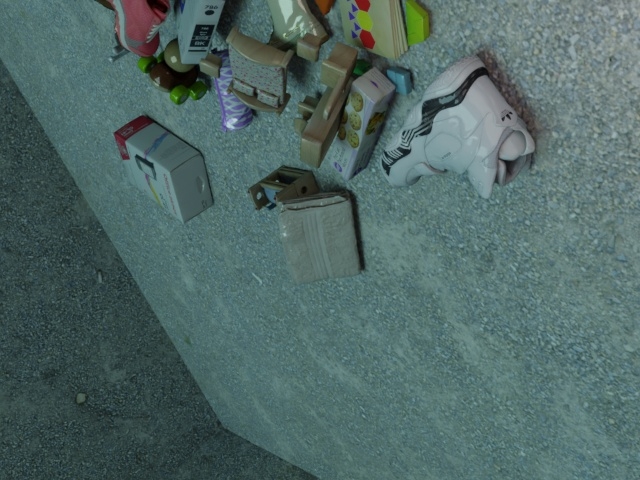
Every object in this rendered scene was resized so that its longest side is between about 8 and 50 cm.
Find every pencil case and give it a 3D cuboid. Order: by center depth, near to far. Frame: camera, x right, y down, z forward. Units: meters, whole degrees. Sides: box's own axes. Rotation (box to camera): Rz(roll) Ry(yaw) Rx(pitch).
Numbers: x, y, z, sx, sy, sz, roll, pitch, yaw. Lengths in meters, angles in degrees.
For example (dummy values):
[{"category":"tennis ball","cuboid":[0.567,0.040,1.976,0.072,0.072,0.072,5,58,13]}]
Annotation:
[{"category":"pencil case","cuboid":[-0.224,-0.372,2.035,0.086,0.088,0.206,30,146,36]}]

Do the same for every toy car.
[{"category":"toy car","cuboid":[-0.355,-0.476,2.124,0.155,0.149,0.188,44,124,9]}]

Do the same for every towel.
[{"category":"towel","cuboid":[0.000,0.000,2.044,0.049,0.187,0.282,-94,-6,-47]}]

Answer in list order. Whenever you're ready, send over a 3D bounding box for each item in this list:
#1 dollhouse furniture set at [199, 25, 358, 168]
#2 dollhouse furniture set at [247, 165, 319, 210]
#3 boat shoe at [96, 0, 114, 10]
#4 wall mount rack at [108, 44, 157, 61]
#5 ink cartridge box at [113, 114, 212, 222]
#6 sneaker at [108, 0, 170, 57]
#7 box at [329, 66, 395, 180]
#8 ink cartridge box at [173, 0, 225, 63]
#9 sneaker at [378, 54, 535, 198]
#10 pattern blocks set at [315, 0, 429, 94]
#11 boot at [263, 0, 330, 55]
[{"category":"dollhouse furniture set","cuboid":[-0.125,-0.315,1.686,0.355,0.174,0.303,24,161,5]},{"category":"dollhouse furniture set","cuboid":[-0.075,-0.076,2.107,0.129,0.129,0.184,17,136,50]},{"category":"boat shoe","cuboid":[-0.518,-0.633,2.036,0.104,0.307,0.111,38,107,23]},{"category":"wall mount rack","cuboid":[-0.574,-0.612,2.219,0.350,0.130,0.304,59,166,-14]},{"category":"ink cartridge box","cuboid":[-0.500,-0.229,2.606,0.306,0.131,0.226,35,148,34]},{"category":"sneaker","cuboid":[-0.417,-0.531,1.945,0.136,0.116,0.314,20,158,11]},{"category":"box","cuboid":[0.082,-0.234,1.705,0.067,0.063,0.324,47,158,12]},{"category":"ink cartridge box","cuboid":[-0.271,-0.552,1.844,0.333,0.065,0.165,133,130,-65]},{"category":"sneaker","cuboid":[0.245,-0.152,1.491,0.210,0.137,0.366,50,150,11]},{"category":"pattern blocks set","cuboid":[0.091,-0.435,1.520,0.285,0.026,0.325,36,149,31]},{"category":"boot","cuboid":[-0.087,-0.467,1.714,0.213,0.077,0.165,0,123,52]}]
